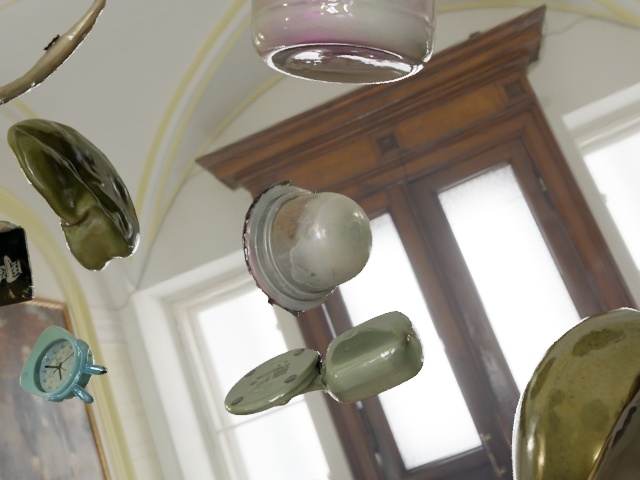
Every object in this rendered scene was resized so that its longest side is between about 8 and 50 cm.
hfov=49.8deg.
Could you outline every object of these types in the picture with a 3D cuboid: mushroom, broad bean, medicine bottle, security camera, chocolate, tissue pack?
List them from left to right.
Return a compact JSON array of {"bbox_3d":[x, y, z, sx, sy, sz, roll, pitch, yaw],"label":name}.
[{"bbox_3d":[-0.449,0.037,0.838,0.090,0.103,0.170,4,11,40],"label":"tissue pack"},{"bbox_3d":[-0.332,-0.207,0.804,0.068,0.043,0.306,-16,33,40],"label":"mushroom"},{"bbox_3d":[-0.301,-0.065,0.866,0.072,0.207,0.153,-21,19,12],"label":"broad bean"},{"bbox_3d":[0.005,0.194,0.992,0.301,0.080,0.157,-22,13,11],"label":"security camera"},{"bbox_3d":[0.007,-0.001,1.022,0.147,0.221,0.221,-12,-6,38],"label":"chocolate"},{"bbox_3d":[0.037,-0.398,0.942,0.256,0.325,0.256,3,-2,0],"label":"medicine bottle"}]

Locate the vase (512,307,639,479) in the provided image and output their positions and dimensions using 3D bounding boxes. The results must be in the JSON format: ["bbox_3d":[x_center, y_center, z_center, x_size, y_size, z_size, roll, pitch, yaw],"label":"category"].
[{"bbox_3d":[0.237,0.213,0.537,0.329,0.240,0.302,27,-88,-57],"label":"vase"}]

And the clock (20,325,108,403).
[{"bbox_3d":[-0.394,0.200,1.066,0.147,0.108,0.045,16,-14,35],"label":"clock"}]
